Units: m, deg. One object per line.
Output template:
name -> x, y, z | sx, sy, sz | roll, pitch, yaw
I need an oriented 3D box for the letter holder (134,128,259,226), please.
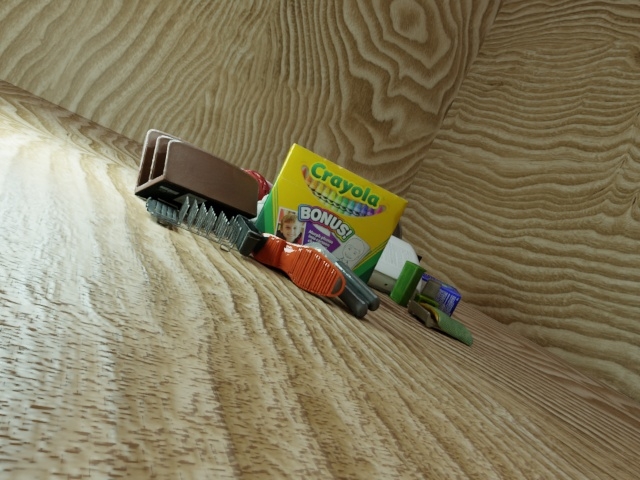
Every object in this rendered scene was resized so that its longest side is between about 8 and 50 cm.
letter holder -> -0.331, -0.192, 1.298 | 0.152, 0.214, 0.302 | -13, -25, 40

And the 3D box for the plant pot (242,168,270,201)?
plant pot -> -0.306, -0.176, 1.774 | 0.191, 0.191, 0.174 | 27, 13, 2

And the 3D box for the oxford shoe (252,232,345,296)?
oxford shoe -> -0.042, 0.060, 1.134 | 0.271, 0.097, 0.098 | 29, -1, 29

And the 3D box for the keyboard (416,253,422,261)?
keyboard -> 0.419, 0.146, 2.176 | 0.108, 0.180, 0.023 | 26, 14, 4

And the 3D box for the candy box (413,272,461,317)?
candy box -> 0.440, 0.204, 2.026 | 0.317, 0.122, 0.268 | 28, 6, 11

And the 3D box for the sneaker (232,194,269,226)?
sneaker -> -0.145, -0.056, 1.491 | 0.305, 0.152, 0.114 | 26, 2, -25

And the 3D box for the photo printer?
photo printer -> 0.260, 0.086, 1.791 | 0.307, 0.107, 0.256 | 24, 42, -22

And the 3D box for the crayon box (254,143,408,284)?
crayon box -> 0.016, -0.053, 1.322 | 0.363, 0.313, 0.106 | 25, 5, -10

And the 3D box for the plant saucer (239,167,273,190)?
plant saucer -> -0.291, -0.184, 1.996 | 0.332, 0.084, 0.332 | 26, -19, 10

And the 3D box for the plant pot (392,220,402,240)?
plant pot -> 0.216, -0.058, 2.036 | 0.323, 0.323, 0.280 | 27, -11, 8

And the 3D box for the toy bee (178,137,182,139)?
toy bee -> -0.402, -0.190, 1.531 | 0.298, 0.195, 0.162 | 37, 21, -43

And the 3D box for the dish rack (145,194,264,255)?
dish rack -> -0.287, -0.052, 1.129 | 0.271, 0.074, 0.208 | 24, 4, -21

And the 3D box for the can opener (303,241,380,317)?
can opener -> 0.037, 0.103, 1.171 | 0.076, 0.095, 0.283 | -22, 46, -28

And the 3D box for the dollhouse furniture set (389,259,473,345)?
dollhouse furniture set -> 0.401, 0.206, 1.572 | 0.197, 0.151, 0.301 | 25, 5, -18
